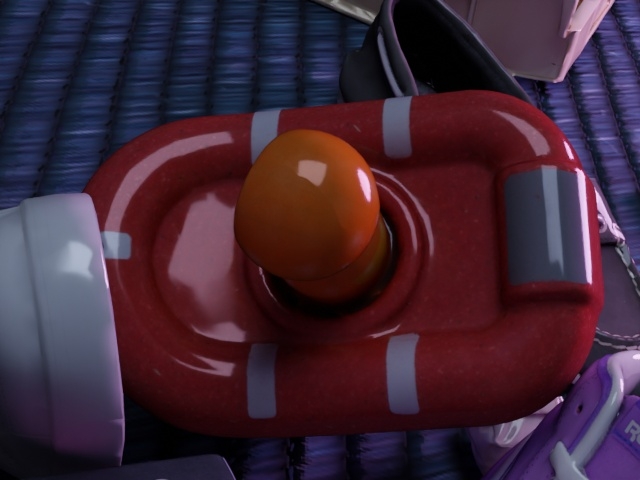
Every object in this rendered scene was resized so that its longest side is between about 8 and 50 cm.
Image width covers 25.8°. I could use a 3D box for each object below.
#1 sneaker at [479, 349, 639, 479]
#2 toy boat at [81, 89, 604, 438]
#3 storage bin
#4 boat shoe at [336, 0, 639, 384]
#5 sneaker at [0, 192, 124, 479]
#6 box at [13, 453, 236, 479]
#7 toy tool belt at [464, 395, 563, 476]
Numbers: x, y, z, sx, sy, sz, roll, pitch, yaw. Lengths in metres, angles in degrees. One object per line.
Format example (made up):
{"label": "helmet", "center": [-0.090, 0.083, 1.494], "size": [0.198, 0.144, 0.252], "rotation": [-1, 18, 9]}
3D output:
{"label": "sneaker", "center": [0.084, 0.140, 0.559], "size": [0.102, 0.161, 0.282], "rotation": [34, 38, 4]}
{"label": "toy boat", "center": [0.000, 0.000, 0.588], "size": [0.231, 0.151, 0.151], "rotation": [-5, 71, 11]}
{"label": "storage bin", "center": [0.125, -0.266, 1.165], "size": [0.260, 0.123, 0.262], "rotation": [24, 36, 11]}
{"label": "boat shoe", "center": [0.106, -0.045, 0.880], "size": [0.112, 0.095, 0.335], "rotation": [-6, 41, -28]}
{"label": "sneaker", "center": [-0.173, 0.051, 0.532], "size": [0.169, 0.292, 0.108], "rotation": [-4, 80, -19]}
{"label": "box", "center": [-0.062, 0.212, 0.408], "size": [0.142, 0.163, 0.247], "rotation": [-2, 40, -29]}
{"label": "toy tool belt", "center": [0.109, 0.090, 0.738], "size": [0.083, 0.052, 0.051], "rotation": [-7, 50, -30]}
